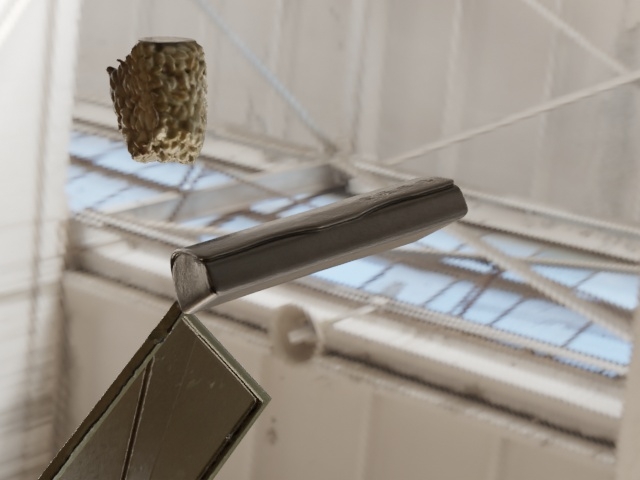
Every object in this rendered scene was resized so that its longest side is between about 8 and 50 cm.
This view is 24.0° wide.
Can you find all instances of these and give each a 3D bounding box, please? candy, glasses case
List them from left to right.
[{"bbox_3d":[-0.141,-0.124,1.347,0.095,0.085,0.110,134,-52,-60],"label":"candy"},{"bbox_3d":[-0.001,0.000,0.962,0.072,0.190,0.042,-14,-87,61],"label":"glasses case"}]

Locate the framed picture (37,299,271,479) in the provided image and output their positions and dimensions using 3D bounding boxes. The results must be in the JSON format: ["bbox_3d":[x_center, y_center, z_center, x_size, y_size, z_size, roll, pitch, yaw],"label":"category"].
[{"bbox_3d":[-0.181,0.228,1.536,0.020,0.211,0.289,26,-108,37],"label":"framed picture"}]
